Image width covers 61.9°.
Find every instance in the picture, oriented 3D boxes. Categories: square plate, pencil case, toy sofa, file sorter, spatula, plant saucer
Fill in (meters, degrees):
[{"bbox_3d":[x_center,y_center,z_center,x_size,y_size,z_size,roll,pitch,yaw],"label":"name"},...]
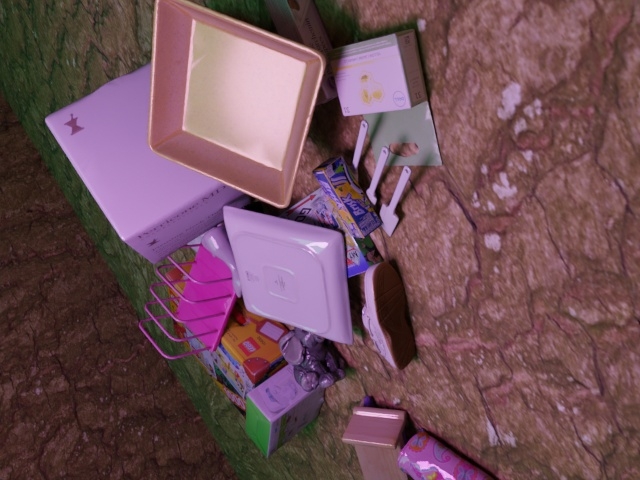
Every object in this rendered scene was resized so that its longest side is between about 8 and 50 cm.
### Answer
[{"bbox_3d":[-0.087,0.098,1.327,0.343,0.049,0.348,13,129,28],"label":"square plate"},{"bbox_3d":[0.319,0.573,1.262,0.284,0.124,0.124,25,134,43],"label":"pencil case"},{"bbox_3d":[0.192,0.615,1.470,0.150,0.177,0.363,-2,116,28],"label":"toy sofa"},{"bbox_3d":[-0.397,0.179,1.601,0.202,0.182,0.291,37,115,29],"label":"file sorter"},{"bbox_3d":[0.103,-0.118,1.043,0.168,0.019,0.242,52,162,18],"label":"spatula"},{"bbox_3d":[-0.164,-0.268,1.035,0.332,0.081,0.333,24,128,7],"label":"plant saucer"}]

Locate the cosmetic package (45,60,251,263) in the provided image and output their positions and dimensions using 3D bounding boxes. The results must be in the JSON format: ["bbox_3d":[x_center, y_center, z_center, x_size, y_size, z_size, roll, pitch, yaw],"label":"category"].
[{"bbox_3d":[-0.393,-0.180,1.330,0.328,0.329,0.394,56,169,4],"label":"cosmetic package"}]

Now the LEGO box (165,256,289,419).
[{"bbox_3d":[-0.313,0.342,1.874,0.500,0.193,0.373,40,144,28],"label":"LEGO box"}]

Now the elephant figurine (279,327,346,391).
[{"bbox_3d":[-0.027,0.288,1.503,0.169,0.185,0.240,-8,-102,-82],"label":"elephant figurine"}]

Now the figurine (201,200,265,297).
[{"bbox_3d":[-0.202,0.034,1.471,0.214,0.092,0.210,-31,87,30],"label":"figurine"}]

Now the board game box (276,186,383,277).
[{"bbox_3d":[0.000,0.000,1.300,0.214,0.046,0.317,61,148,-1],"label":"board game box"}]

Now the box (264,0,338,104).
[{"bbox_3d":[-0.046,-0.418,1.004,0.067,0.063,0.324,-10,108,57],"label":"box"}]

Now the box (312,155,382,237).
[{"bbox_3d":[0.055,-0.088,1.100,0.169,0.054,0.059,58,162,-17],"label":"box"}]

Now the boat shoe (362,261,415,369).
[{"bbox_3d":[0.134,0.168,1.200,0.096,0.098,0.277,16,129,47],"label":"boat shoe"}]

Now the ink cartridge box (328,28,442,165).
[{"bbox_3d":[0.113,-0.235,0.944,0.171,0.056,0.235,10,122,51],"label":"ink cartridge box"}]

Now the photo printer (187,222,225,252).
[{"bbox_3d":[-0.424,-0.100,1.749,0.307,0.107,0.256,33,140,35],"label":"photo printer"}]

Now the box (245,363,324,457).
[{"bbox_3d":[-0.112,0.535,1.716,0.126,0.231,0.262,40,144,27],"label":"box"}]
